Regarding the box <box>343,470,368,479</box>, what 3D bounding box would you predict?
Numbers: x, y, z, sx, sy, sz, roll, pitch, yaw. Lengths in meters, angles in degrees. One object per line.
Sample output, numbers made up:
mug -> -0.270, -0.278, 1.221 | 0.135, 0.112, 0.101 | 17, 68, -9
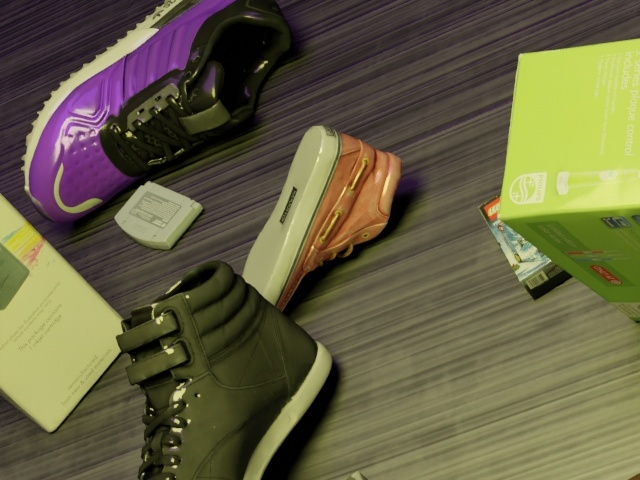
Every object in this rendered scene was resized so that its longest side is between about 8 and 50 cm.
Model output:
box -> -0.045, 0.327, 1.182 | 0.307, 0.076, 0.242 | -35, 39, 4

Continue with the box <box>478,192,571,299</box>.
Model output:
box -> 0.195, -0.027, 1.372 | 0.137, 0.027, 0.094 | -32, 41, 8

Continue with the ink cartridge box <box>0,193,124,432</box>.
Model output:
ink cartridge box -> -0.334, -0.013, 1.511 | 0.119, 0.353, 0.207 | -49, 40, -12

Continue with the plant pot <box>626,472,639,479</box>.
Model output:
plant pot -> 0.206, 0.191, 1.023 | 0.167, 0.167, 0.165 | 5, 21, 40

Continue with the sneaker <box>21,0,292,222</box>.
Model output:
sneaker -> -0.141, -0.122, 1.664 | 0.293, 0.102, 0.146 | -47, 41, -10

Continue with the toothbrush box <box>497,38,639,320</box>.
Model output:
toothbrush box -> 0.286, -0.039, 1.156 | 0.283, 0.206, 0.122 | -3, 68, 36

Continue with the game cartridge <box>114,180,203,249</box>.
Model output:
game cartridge -> -0.147, -0.021, 1.641 | 0.056, 0.017, 0.083 | -48, 40, -16

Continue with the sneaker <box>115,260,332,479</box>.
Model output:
sneaker -> -0.110, 0.134, 1.313 | 0.104, 0.147, 0.296 | -24, 24, 44

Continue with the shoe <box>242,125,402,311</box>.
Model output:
shoe -> 0.000, 0.000, 1.473 | 0.178, 0.081, 0.063 | -66, 25, 12
